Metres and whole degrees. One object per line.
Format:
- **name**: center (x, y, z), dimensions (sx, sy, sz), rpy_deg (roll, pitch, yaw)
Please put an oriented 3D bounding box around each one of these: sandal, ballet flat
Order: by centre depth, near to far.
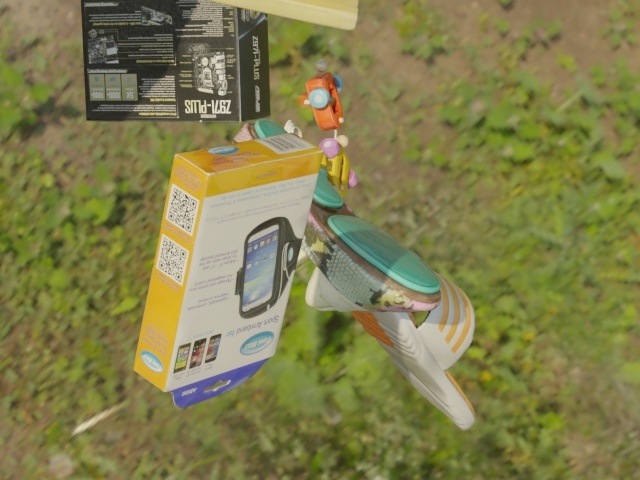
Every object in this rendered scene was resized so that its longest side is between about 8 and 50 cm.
- **ballet flat**: center (0.000, 0.000, 1.150), dimensions (0.221, 0.079, 0.077), rpy_deg (45, 23, 31)
- **sandal**: center (0.086, 0.068, 1.313), dimensions (0.076, 0.265, 0.102), rpy_deg (-46, 55, -7)

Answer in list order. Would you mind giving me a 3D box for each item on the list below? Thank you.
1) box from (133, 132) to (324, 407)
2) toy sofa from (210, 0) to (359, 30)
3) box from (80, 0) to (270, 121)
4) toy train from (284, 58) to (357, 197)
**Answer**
- **box**: center (-0.047, 0.017, 0.783), dimensions (0.028, 0.136, 0.081), rpy_deg (33, 31, 33)
- **toy sofa**: center (-0.003, -0.362, 1.212), dimensions (0.150, 0.362, 0.177), rpy_deg (11, 32, -7)
- **box**: center (-0.149, -0.197, 1.627), dimensions (0.077, 0.180, 0.147), rpy_deg (-22, 111, -66)
- **toy train**: center (-0.012, -0.089, 1.461), dimensions (0.166, 0.046, 0.125), rpy_deg (-57, 133, -60)
